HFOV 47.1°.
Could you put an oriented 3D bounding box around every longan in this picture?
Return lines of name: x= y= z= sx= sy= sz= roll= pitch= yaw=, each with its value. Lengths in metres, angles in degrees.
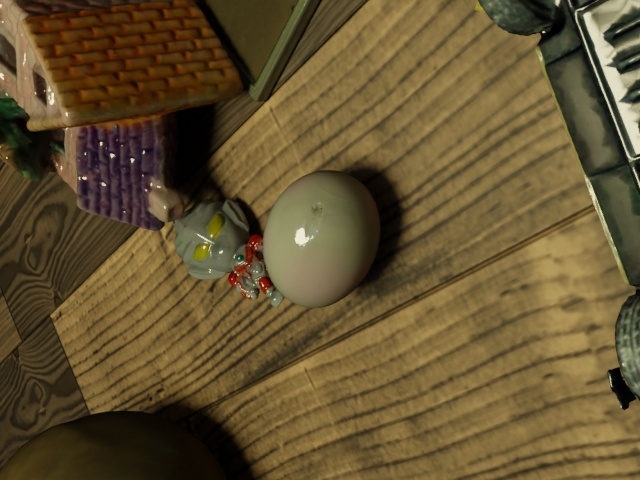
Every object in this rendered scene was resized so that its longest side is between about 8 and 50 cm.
longan: x=-0.237 y=0.357 z=0.858 sx=0.318 sy=0.318 sz=0.319 roll=14 pitch=111 yaw=41

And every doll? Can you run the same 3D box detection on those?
doll: x=-0.097 y=0.009 z=0.787 sx=0.180 sy=0.079 sz=0.094 roll=30 pitch=93 yaw=27

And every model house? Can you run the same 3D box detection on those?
model house: x=-0.233 y=-0.138 z=0.763 sx=0.237 sy=0.202 sz=0.237 roll=38 pitch=128 yaw=35

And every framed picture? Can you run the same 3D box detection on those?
framed picture: x=-0.056 y=-0.323 z=0.684 sx=0.232 sy=0.024 sz=0.315 roll=52 pitch=132 yaw=20

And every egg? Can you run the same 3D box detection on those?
egg: x=0.000 y=0.000 z=0.662 sx=0.103 sy=0.103 sz=0.135 roll=41 pitch=129 yaw=28

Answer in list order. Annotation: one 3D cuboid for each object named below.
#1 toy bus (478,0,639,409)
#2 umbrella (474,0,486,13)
toy bus: x=0.227 y=-0.070 z=0.362 sx=0.177 sy=0.201 sz=0.366 roll=-20 pitch=90 yaw=51
umbrella: x=0.136 y=-0.231 z=0.514 sx=0.040 sy=0.037 sz=0.144 roll=24 pitch=115 yaw=22
